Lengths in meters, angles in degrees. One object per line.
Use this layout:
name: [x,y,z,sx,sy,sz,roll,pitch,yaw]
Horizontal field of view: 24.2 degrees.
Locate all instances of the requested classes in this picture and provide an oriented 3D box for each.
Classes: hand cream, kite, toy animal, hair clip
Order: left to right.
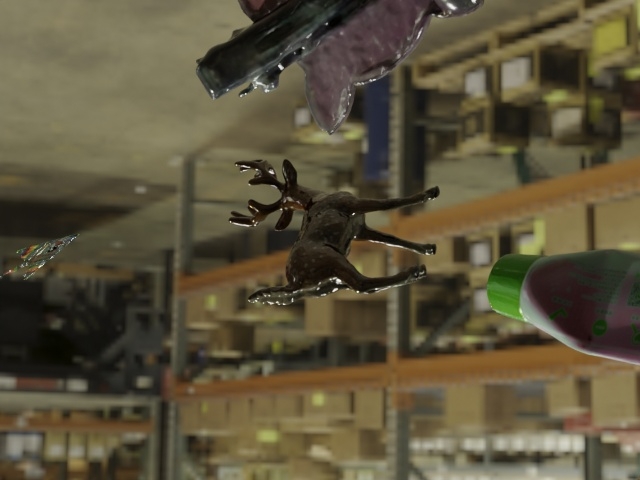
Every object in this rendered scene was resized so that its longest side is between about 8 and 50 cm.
kite: [-0.272,0.016,1.444,0.090,0.004,0.122,-29,171,-19]
hair clip: [-0.002,-0.156,0.959,0.187,0.146,0.056,-37,177,25]
toy animal: [-0.001,-0.018,1.649,0.260,0.087,0.243,3,-152,15]
hand cream: [0.233,0.047,1.060,0.050,0.079,0.275,-6,-170,-40]

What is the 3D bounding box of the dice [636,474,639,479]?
dice: [0.341,0.253,1.089,0.194,0.193,0.192,-13,129,6]
